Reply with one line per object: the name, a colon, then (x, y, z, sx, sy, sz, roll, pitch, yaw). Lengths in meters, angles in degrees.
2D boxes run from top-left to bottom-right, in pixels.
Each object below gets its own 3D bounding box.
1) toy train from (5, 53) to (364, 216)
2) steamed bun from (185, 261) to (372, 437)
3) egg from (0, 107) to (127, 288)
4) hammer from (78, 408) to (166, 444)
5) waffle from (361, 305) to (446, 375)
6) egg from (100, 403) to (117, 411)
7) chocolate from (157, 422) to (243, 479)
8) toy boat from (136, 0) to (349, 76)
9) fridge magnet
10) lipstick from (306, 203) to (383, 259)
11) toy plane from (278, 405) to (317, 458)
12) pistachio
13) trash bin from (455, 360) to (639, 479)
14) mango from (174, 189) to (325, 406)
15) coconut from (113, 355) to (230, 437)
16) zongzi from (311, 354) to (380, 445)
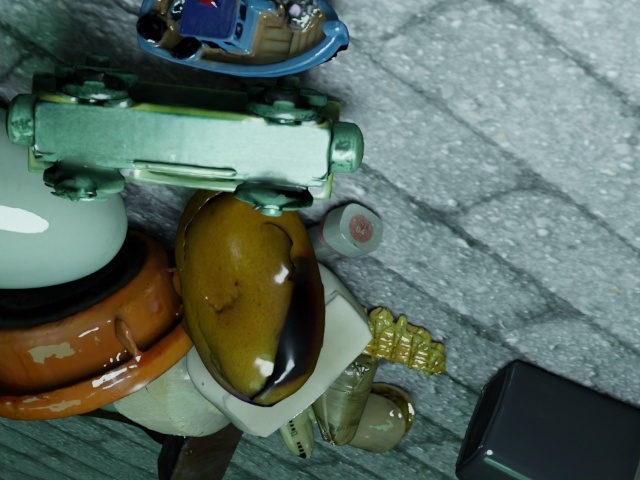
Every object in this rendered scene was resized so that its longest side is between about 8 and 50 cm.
toy train: (-0.139, -0.111, 1.266, 0.368, 0.150, 0.237, 6, -173, -3)
steamed bun: (-0.065, 0.134, 1.616, 0.164, 0.241, 0.146, 40, 171, 47)
egg: (-0.423, -0.056, 1.467, 0.370, 0.230, 0.230, 14, 153, -10)
hammer: (-0.407, 0.323, 2.299, 0.408, 0.095, 0.242, 5, 150, 33)
waffle: (0.090, 0.152, 1.727, 0.192, 0.046, 0.160, 33, 146, -26)
egg: (-0.329, 0.211, 1.964, 0.192, 0.149, 0.149, 1, 147, 24)
chocolate: (-0.206, 0.346, 2.086, 0.111, 0.112, 0.321, 4, 136, -19)
toy boat: (-0.076, -0.209, 1.123, 0.223, 0.100, 0.097, 8, 174, 24)
fridge magnet: (-0.319, 0.104, 1.585, 0.363, 0.363, 0.155, 0, 122, 30)
lipstick: (0.000, -0.001, 1.505, 0.063, 0.057, 0.186, 31, 155, -25)
toy plane: (-0.059, 0.255, 1.931, 0.229, 0.092, 0.244, -6, 126, 32)
pistachio: (0.090, 0.287, 1.901, 0.113, 0.113, 0.149, 34, 149, -26)
trash bin: (0.360, 0.315, 1.698, 0.290, 0.209, 0.182, 26, 153, -2)
mango: (-0.086, 0.063, 1.441, 0.201, 0.287, 0.152, -6, 176, 24)
coconut: (-0.212, 0.174, 1.766, 0.230, 0.227, 0.227, 2, 148, 36)
zongzi: (-0.011, 0.221, 1.808, 0.176, 0.160, 0.078, 18, -167, 9)
